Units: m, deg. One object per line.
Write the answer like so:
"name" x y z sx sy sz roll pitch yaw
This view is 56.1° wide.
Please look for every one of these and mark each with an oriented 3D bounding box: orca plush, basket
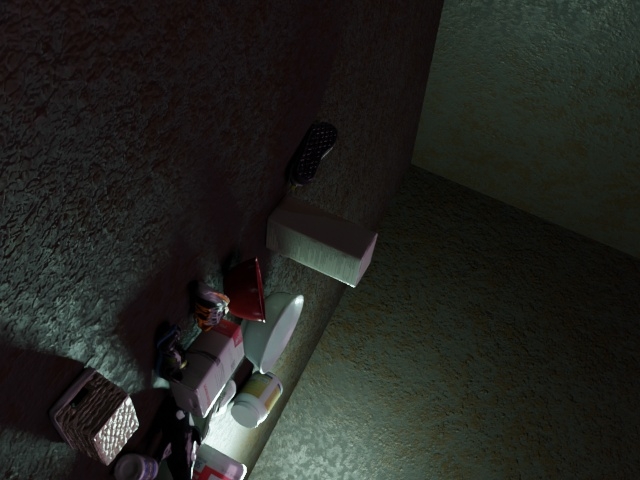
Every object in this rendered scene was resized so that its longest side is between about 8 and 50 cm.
"orca plush" -0.409 0.569 1.616 0.102 0.151 0.287 -12 118 -54
"basket" -0.424 0.339 1.146 0.113 0.103 0.167 -55 166 -36

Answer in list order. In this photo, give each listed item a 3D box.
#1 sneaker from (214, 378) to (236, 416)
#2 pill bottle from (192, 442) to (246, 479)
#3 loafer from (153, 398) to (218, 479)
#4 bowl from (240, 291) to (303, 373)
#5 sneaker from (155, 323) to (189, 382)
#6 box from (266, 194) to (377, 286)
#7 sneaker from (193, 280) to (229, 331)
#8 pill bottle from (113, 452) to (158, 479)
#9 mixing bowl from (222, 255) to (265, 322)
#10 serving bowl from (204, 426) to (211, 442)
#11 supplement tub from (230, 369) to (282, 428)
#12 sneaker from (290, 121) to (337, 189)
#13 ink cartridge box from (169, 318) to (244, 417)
"sneaker" -0.338 0.547 2.077 0.152 0.054 0.061 -67 165 13
"pill bottle" -0.424 0.841 1.861 0.407 0.229 0.229 -61 168 -22
"loafer" -0.396 0.581 1.758 0.111 0.112 0.319 106 5 -58
"bowl" -0.183 0.288 2.034 0.297 0.134 0.298 -59 167 -23
"sneaker" -0.344 0.269 1.421 0.067 0.078 0.188 -52 162 -49
"box" 0.000 0.000 1.810 0.121 0.311 0.148 -56 165 -39
"sneaker" -0.280 0.169 1.501 0.083 0.084 0.215 -55 166 -21
"pill bottle" -0.465 0.583 1.529 0.078 0.078 0.137 -62 168 -17
"mixing bowl" -0.209 0.137 1.624 0.181 0.098 0.181 173 -90 -86
"serving bowl" -0.412 0.676 2.077 0.083 0.027 0.083 -60 168 -22
"supplement tub" -0.254 0.629 2.385 0.199 0.144 0.144 -51 162 -49
"sneaker" -0.033 -0.254 1.794 0.234 0.084 0.097 -59 -169 -23
"ink cartridge box" -0.297 0.333 1.591 0.158 0.092 0.217 92 22 -48
